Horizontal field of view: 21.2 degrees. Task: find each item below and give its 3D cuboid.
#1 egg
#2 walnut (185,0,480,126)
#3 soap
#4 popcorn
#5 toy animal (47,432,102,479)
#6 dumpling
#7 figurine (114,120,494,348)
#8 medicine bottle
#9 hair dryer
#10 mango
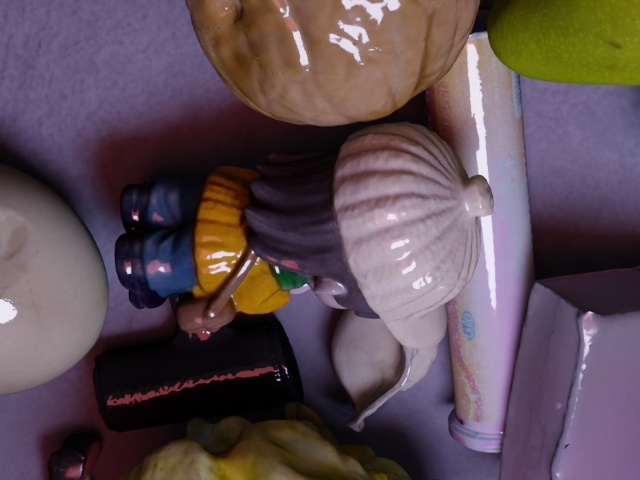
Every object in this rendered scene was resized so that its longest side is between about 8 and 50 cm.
[{"bbox_3d":[-0.326,0.032,1.578,0.269,0.219,0.219,22,111,-26],"label":"egg"},{"bbox_3d":[0.005,-0.254,1.440,0.252,0.277,0.313,-15,110,2],"label":"walnut"},{"bbox_3d":[0.327,0.162,1.658,0.296,0.107,0.285,-5,116,-29],"label":"soap"},{"bbox_3d":[-0.037,0.299,1.619,0.292,0.334,0.293,29,109,27],"label":"popcorn"},{"bbox_3d":[-0.279,0.369,1.784,0.168,0.106,0.343,33,102,-7],"label":"toy animal"},{"bbox_3d":[0.065,0.106,1.669,0.100,0.134,0.169,41,103,-16],"label":"dumpling"},{"bbox_3d":[-0.017,-0.012,1.531,0.332,0.185,0.204,4,151,-3],"label":"figurine"},{"bbox_3d":[0.159,-0.008,1.647,0.108,0.108,0.426,-7,111,1],"label":"medicine bottle"},{"bbox_3d":[-0.137,0.059,1.682,0.197,0.089,0.251,-11,103,5],"label":"hair dryer"},{"bbox_3d":[0.256,-0.197,1.419,0.175,0.293,0.143,-22,100,-40],"label":"mango"}]
